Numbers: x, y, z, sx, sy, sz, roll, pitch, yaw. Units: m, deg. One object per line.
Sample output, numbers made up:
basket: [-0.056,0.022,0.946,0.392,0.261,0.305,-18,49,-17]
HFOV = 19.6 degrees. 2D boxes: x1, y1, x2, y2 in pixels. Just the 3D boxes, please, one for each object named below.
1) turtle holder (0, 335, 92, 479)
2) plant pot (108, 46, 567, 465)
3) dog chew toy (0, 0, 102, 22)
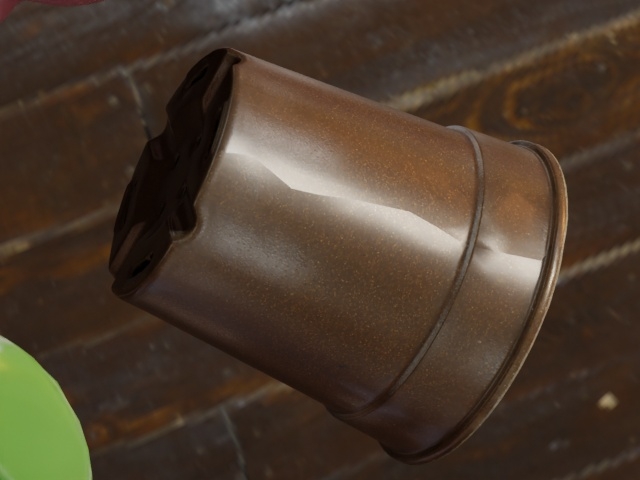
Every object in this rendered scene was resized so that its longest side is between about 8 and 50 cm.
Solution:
turtle holder: [-0.168,0.116,0.400,0.320,0.227,0.243,-19,100,-50]
plant pot: [0.000,0.000,0.866,0.165,0.167,0.167,23,104,-20]
dog chew toy: [-0.137,-0.227,1.027,0.332,0.206,0.207,-33,119,4]
